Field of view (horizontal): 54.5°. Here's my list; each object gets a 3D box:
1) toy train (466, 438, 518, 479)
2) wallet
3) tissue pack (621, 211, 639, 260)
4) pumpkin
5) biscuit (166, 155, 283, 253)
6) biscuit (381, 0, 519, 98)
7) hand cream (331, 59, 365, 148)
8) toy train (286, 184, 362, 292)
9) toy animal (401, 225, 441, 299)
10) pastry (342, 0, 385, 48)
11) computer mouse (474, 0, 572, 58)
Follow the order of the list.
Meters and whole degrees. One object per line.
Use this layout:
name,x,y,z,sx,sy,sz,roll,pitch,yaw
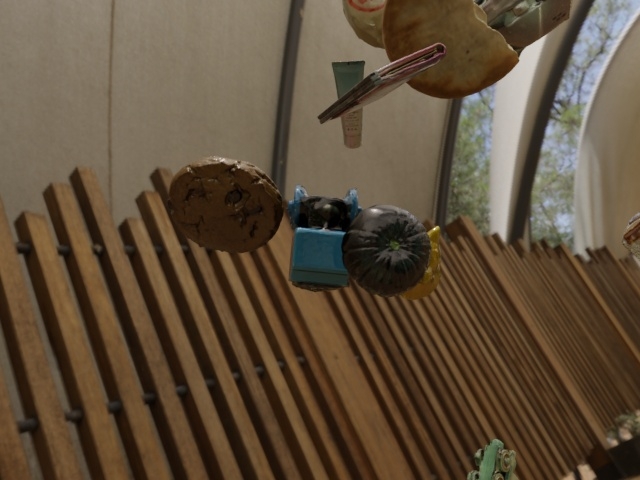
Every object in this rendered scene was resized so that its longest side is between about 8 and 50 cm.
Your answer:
toy train,0.368,0.526,1.312,0.080,0.194,0.125,-11,-47,43
wallet,0.080,-0.220,0.891,0.119,0.025,0.232,-28,6,-15
tissue pack,0.482,-0.049,0.734,0.226,0.092,0.183,-43,-16,31
pumpkin,0.141,0.021,1.336,0.201,0.202,0.140,-22,-8,-14
biscuit,-0.237,-0.079,1.541,0.295,0.075,0.296,2,-54,3
biscuit,0.230,-0.393,1.209,0.204,0.040,0.309,-43,-61,16
hand cream,0.101,-0.471,2.141,0.111,0.070,0.312,1,-53,7
toy train,0.000,0.000,1.585,0.187,0.265,0.300,5,-4,-4
toy animal,0.236,0.066,1.543,0.156,0.156,0.230,-23,-20,-10
pastry,0.167,-0.584,1.461,0.264,0.265,0.133,-34,-27,17
computer mouse,0.426,-0.500,1.360,0.389,0.199,0.115,-35,15,2
